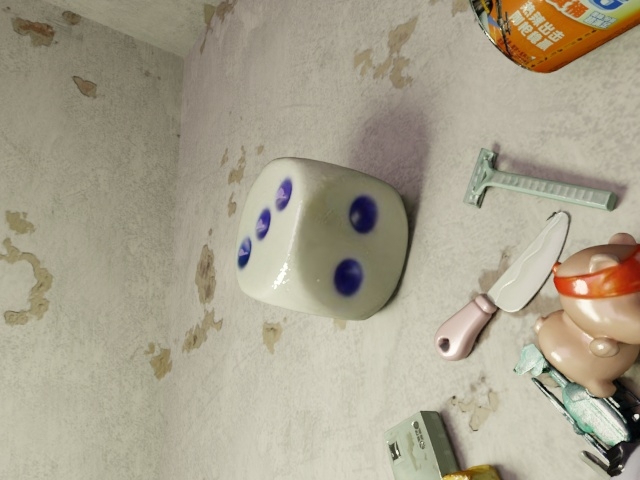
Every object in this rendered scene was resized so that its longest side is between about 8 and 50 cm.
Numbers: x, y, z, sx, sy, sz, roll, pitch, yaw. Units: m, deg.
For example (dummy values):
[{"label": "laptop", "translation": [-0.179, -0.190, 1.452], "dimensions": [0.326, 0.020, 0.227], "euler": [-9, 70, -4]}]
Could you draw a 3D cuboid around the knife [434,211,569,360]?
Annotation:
[{"label": "knife", "translation": [0.316, 0.092, 0.941], "dimensions": [0.336, 0.043, 0.081], "euler": [-54, 45, 26]}]

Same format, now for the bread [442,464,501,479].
[{"label": "bread", "translation": [0.257, 0.443, 0.841], "dimensions": [0.065, 0.103, 0.188], "euler": [-41, 42, 38]}]

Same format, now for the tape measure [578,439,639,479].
[{"label": "tape measure", "translation": [0.408, 0.302, 0.601], "dimensions": [0.105, 0.178, 0.196], "euler": [83, 176, -56]}]

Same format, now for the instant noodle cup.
[{"label": "instant noodle cup", "translation": [0.380, -0.408, 0.831], "dimensions": [0.214, 0.296, 0.297], "euler": [-36, 50, 54]}]

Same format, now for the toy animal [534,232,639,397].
[{"label": "toy animal", "translation": [0.382, 0.089, 0.731], "dimensions": [0.171, 0.171, 0.198], "euler": [-128, 42, -50]}]

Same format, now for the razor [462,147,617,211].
[{"label": "razor", "translation": [0.359, -0.092, 0.925], "dimensions": [0.277, 0.056, 0.111], "euler": [24, 97, 56]}]

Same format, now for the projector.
[{"label": "projector", "translation": [0.188, 0.403, 0.993], "dimensions": [0.115, 0.061, 0.147], "euler": [-45, 44, 36]}]

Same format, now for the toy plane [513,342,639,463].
[{"label": "toy plane", "translation": [0.379, 0.230, 0.785], "dimensions": [0.235, 0.060, 0.096], "euler": [52, 134, 45]}]

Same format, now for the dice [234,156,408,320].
[{"label": "dice", "translation": [0.000, 0.000, 1.196], "dimensions": [0.276, 0.304, 0.305], "euler": [9, 86, 57]}]
